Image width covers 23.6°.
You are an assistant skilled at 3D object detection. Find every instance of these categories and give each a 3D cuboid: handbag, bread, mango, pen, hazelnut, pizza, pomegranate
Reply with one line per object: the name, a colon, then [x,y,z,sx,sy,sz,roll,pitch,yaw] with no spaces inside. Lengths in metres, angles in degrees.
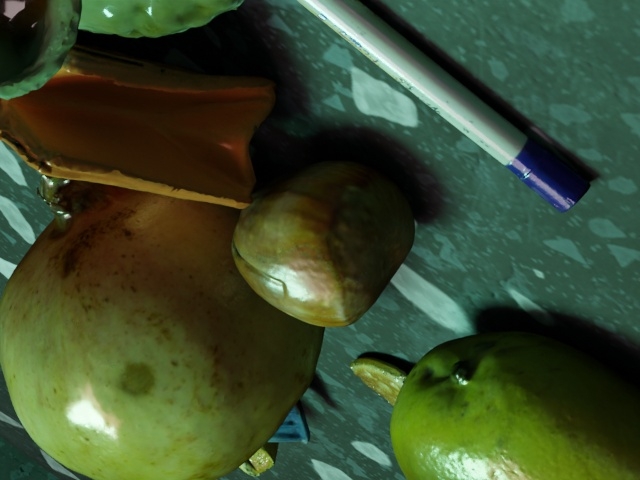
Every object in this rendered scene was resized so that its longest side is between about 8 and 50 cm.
handbag: [-0.267,-0.137,1.325,0.410,0.116,0.303,17,-175,35]
bread: [-0.087,0.241,1.991,0.053,0.132,0.074,-29,122,24]
mango: [0.235,0.225,1.428,0.365,0.182,0.253,35,154,8]
pen: [0.091,-0.113,1.153,0.269,0.033,0.033,38,157,-8]
hazelnut: [0.000,0.000,1.344,0.150,0.150,0.150,29,157,14]
pizza: [0.073,0.153,1.724,0.099,0.029,0.100,30,156,32]
pomegranate: [-0.159,0.062,1.472,0.338,0.338,0.338,29,157,14]

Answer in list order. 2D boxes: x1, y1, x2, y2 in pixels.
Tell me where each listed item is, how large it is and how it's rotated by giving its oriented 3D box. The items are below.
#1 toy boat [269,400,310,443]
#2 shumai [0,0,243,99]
toy boat: [-0.147,0.170,1.916,0.309,0.129,0.142,28,144,5]
shumai: [-0.225,-0.210,1.054,0.330,0.288,0.292,11,149,41]
